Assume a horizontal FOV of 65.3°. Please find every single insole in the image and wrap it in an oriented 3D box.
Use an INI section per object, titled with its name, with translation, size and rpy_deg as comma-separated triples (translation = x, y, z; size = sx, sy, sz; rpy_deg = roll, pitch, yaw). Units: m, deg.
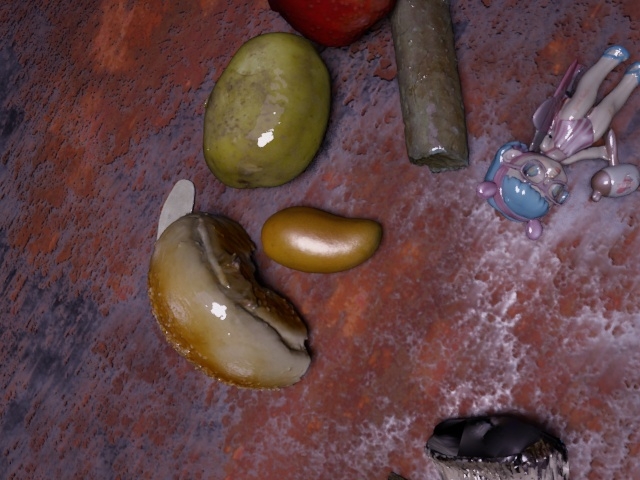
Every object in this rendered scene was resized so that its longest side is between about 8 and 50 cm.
[insole]
translation = -0.262, -0.015, 0.882
size = 0.063, 0.010, 0.191
rpy_deg = 12, 88, 19

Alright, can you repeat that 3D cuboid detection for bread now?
[bread]
translation = -0.155, 0.097, 0.739
size = 0.171, 0.192, 0.314
rpy_deg = -39, 74, 9

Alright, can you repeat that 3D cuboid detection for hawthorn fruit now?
[hawthorn fruit]
translation = -0.001, -0.404, 0.676
size = 0.210, 0.266, 0.230
rpy_deg = 32, 104, 44

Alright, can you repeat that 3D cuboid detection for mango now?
[mango]
translation = 0.000, 0.000, 0.759
size = 0.184, 0.085, 0.102
rpy_deg = 5, 82, 8

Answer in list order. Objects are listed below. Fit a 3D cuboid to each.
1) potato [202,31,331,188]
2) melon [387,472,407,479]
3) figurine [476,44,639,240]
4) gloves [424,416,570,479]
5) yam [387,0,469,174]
[potato]
translation = -0.082, -0.192, 0.769
size = 0.197, 0.148, 0.228
rpy_deg = 1, 86, 5
[melon]
translation = 0.085, 0.376, 0.640
size = 0.054, 0.182, 0.097
rpy_deg = 19, 86, 20
[figurine]
translation = 0.334, -0.121, 0.665
size = 0.205, 0.103, 0.260
rpy_deg = 35, 95, -18
[gloves]
translation = 0.250, 0.377, 0.607
size = 0.211, 0.135, 0.311
rpy_deg = -11, 81, 17
[yam]
translation = 0.157, -0.226, 0.726
size = 0.093, 0.093, 0.258
rpy_deg = -8, 82, 17
